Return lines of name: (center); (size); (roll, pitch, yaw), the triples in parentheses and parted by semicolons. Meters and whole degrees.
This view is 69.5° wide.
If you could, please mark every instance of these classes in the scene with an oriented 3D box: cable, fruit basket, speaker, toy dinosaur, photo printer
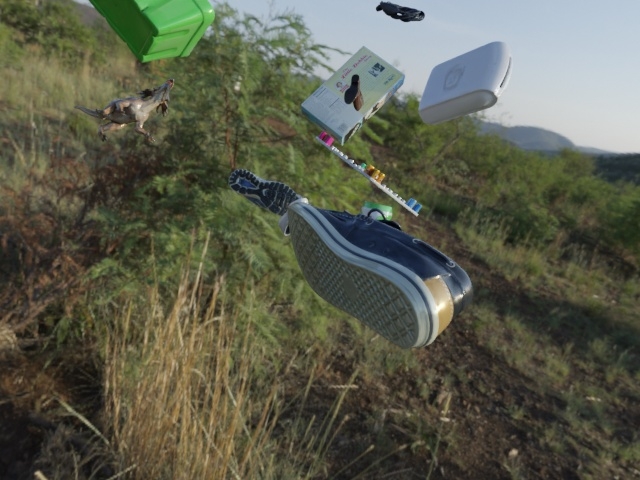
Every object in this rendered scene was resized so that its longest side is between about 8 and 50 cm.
cable: (0.305, -0.858, 1.735); (0.185, 0.047, 0.150); (22, 33, 14)
fruit basket: (-0.456, -0.725, 1.305); (0.392, 0.391, 0.283); (4, -14, -36)
speaker: (0.190, 0.003, 1.785); (0.131, 0.296, 0.131); (13, 6, -1)
toy dinosaur: (-0.605, -0.418, 1.470); (0.296, 0.127, 0.200); (-1, 46, 8)
photo printer: (0.516, -0.554, 1.623); (0.308, 0.255, 0.107); (-6, -36, 48)

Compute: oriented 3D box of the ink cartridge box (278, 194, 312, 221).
ink cartridge box: (-0.089, -0.091, 2.051); (0.159, 0.092, 0.218); (41, -23, 0)

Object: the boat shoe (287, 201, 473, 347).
boat shoe: (0.082, 0.037, 0.900); (0.156, 0.186, 0.500); (-19, 27, -26)

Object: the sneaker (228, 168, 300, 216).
sneaker: (-0.219, -0.194, 1.945); (0.330, 0.129, 0.147); (29, -1, 7)

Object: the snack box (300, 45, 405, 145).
snack box: (0.110, -0.491, 1.550); (0.187, 0.322, 0.060); (41, -12, 12)

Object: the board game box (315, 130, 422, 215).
board game box: (0.204, -0.279, 1.908); (0.390, 0.050, 0.390); (26, 15, -49)

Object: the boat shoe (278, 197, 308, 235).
boat shoe: (-0.090, -0.077, 1.564); (0.066, 0.184, 0.063); (-4, 65, -38)

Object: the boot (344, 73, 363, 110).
boot: (0.101, -0.411, 1.356); (0.037, 0.106, 0.114); (15, -20, 15)
